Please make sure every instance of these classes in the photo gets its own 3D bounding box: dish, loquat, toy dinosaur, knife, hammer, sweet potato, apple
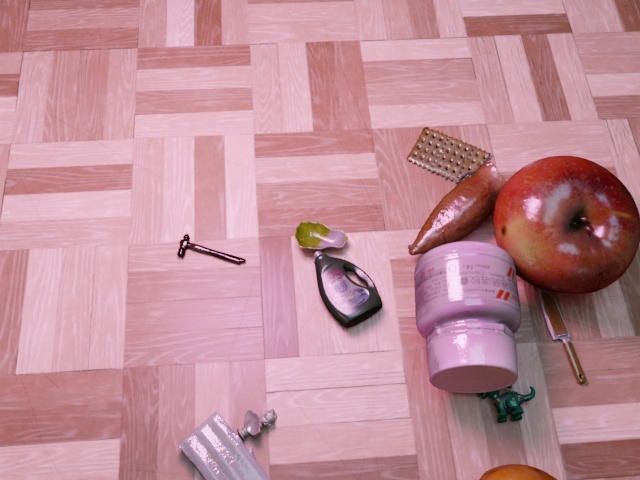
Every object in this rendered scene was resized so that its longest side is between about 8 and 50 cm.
[{"bbox_3d":[0.000,0.000,1.970,0.137,0.039,0.091,8,49,-3],"label":"dish"},{"bbox_3d":[0.429,0.566,1.580,0.238,0.238,0.193,10,83,3],"label":"loquat"},{"bbox_3d":[0.437,0.368,1.782,0.132,0.059,0.096,-12,57,0],"label":"toy dinosaur"},{"bbox_3d":[0.590,0.231,1.880,0.046,0.022,0.256,-12,63,-4],"label":"knife"},{"bbox_3d":[-0.277,0.034,1.953,0.178,0.021,0.065,17,62,4],"label":"hammer"},{"bbox_3d":[0.357,-0.068,1.972,0.131,0.131,0.337,42,68,18],"label":"sweet potato"},{"bbox_3d":[0.595,-0.037,1.867,0.349,0.277,0.348,0,83,-3],"label":"apple"}]

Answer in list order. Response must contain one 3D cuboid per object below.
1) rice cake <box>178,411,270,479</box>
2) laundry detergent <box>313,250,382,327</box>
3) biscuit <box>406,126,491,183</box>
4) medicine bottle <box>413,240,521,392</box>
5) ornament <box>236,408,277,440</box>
[{"bbox_3d":[-0.203,0.501,1.688,0.127,0.043,0.237,-36,69,-21],"label":"rice cake"},{"bbox_3d":[0.055,0.107,1.904,0.137,0.063,0.211,-26,63,-18],"label":"laundry detergent"},{"bbox_3d":[0.353,-0.232,2.124,0.203,0.016,0.144,27,63,13],"label":"biscuit"},{"bbox_3d":[0.342,0.180,1.771,0.241,0.241,0.301,2,62,-2],"label":"medicine bottle"},{"bbox_3d":[-0.146,0.416,1.738,0.092,0.041,0.068,-12,39,4],"label":"ornament"}]
